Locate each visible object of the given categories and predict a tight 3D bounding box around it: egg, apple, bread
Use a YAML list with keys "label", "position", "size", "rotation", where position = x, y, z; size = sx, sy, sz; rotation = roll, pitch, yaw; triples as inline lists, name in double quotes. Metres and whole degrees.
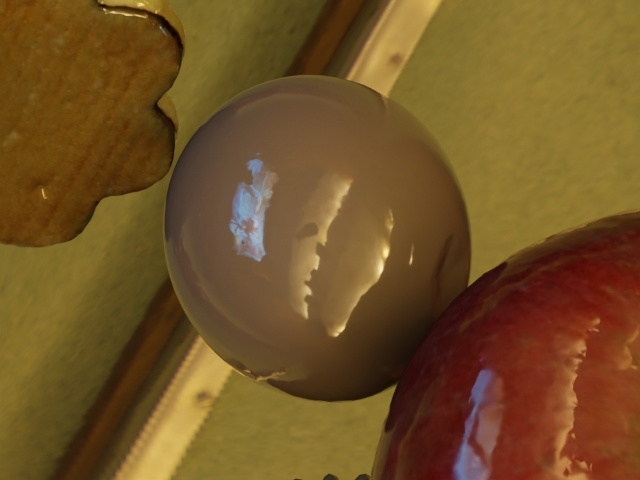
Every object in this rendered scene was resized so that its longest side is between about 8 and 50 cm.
- label: "egg"
  position: [0.000, 0.000, 1.042]
  size: [0.176, 0.232, 0.176]
  rotation: [-5, 113, -12]
- label: "apple"
  position: [0.177, 0.146, 0.898]
  size: [0.345, 0.269, 0.345]
  rotation: [6, 56, -8]
- label: "bread"
  position: [-0.188, -0.086, 1.169]
  size: [0.207, 0.286, 0.056]
  rotation: [18, 45, -28]

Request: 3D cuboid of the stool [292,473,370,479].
- label: "stool"
  position: [0.027, 0.342, 1.118]
  size: [0.297, 0.330, 0.297]
  rotation: [-3, 107, -9]
